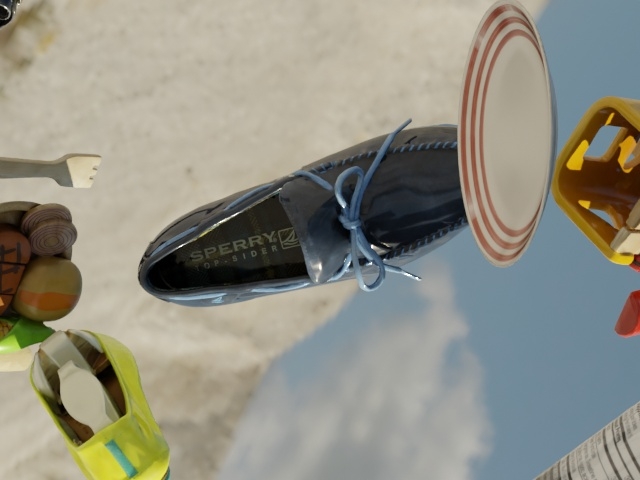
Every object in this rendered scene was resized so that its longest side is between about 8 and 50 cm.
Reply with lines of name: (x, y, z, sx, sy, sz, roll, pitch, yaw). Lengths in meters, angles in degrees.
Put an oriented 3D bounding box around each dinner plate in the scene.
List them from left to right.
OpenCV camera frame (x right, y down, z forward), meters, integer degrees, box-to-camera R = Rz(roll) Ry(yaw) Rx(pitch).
dinner plate: (0.101, -0.056, 1.007, 0.141, 0.017, 0.141, 179, -90, -77)

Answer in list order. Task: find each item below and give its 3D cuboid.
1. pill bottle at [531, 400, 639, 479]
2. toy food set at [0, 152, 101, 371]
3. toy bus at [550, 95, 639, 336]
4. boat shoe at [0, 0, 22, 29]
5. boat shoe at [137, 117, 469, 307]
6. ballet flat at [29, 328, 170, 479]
pill bottle: (0.212, 0.176, 1.218, 0.246, 0.130, 0.130, -39, -162, 17)
toy food set: (-0.229, 0.027, 1.406, 0.038, 0.132, 0.192, 43, -59, 39)
toy bus: (0.256, -0.043, 1.330, 0.191, 0.104, 0.202, -32, 143, -10)
boat shoe: (-0.286, -0.199, 1.593, 0.076, 0.080, 0.228, 28, -96, 38)
boat shoe: (0.000, 0.000, 1.292, 0.258, 0.109, 0.089, -24, -175, 16)
ballet flat: (-0.168, 0.106, 1.378, 0.077, 0.077, 0.231, -38, -148, -3)
